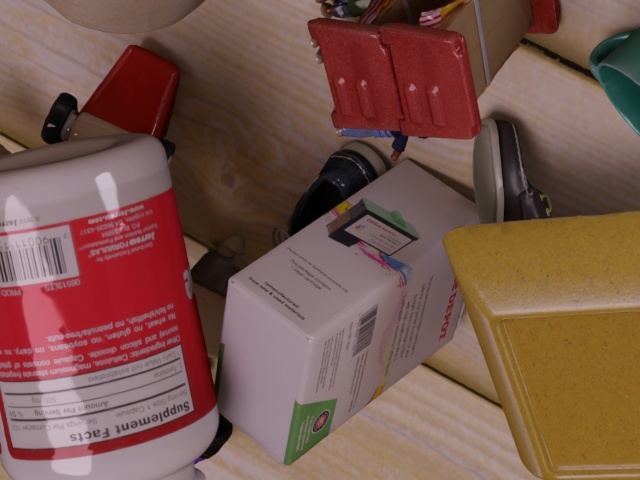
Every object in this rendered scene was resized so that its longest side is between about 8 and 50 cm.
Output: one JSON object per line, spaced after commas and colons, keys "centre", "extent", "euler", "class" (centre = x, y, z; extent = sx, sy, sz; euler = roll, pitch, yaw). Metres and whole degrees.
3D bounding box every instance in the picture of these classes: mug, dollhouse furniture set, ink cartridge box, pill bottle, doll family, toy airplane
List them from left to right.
{"centre": [-0.278, 0.006, 2.067], "extent": [0.384, 0.272, 0.386], "euler": [-19, 100, 10], "class": "toy airplane"}
{"centre": [-0.229, 0.111, 1.824], "extent": [0.229, 0.229, 0.407], "euler": [-2, 103, 37], "class": "pill bottle"}
{"centre": [0.030, 0.071, 1.882], "extent": [0.117, 0.278, 0.201], "euler": [36, 140, 24], "class": "ink cartridge box"}
{"centre": [0.057, -0.172, 1.821], "extent": [0.111, 0.076, 0.193], "euler": [3, 131, 29], "class": "doll family"}
{"centre": [0.085, -0.297, 1.593], "extent": [0.152, 0.201, 0.374], "euler": [10, 130, 30], "class": "dollhouse furniture set"}
{"centre": [0.316, -0.149, 1.614], "extent": [0.158, 0.097, 0.129], "euler": [47, 176, 16], "class": "mug"}

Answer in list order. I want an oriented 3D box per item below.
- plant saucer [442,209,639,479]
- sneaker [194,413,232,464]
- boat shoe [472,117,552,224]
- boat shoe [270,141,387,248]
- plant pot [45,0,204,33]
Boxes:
{"centre": [0.306, 0.124, 1.744], "extent": [0.333, 0.081, 0.333], "euler": [-5, 129, 23], "class": "plant saucer"}
{"centre": [-0.215, 0.161, 2.287], "extent": [0.146, 0.102, 0.293], "euler": [-24, 113, 41], "class": "sneaker"}
{"centre": [0.199, -0.015, 1.830], "extent": [0.069, 0.081, 0.227], "euler": [-8, 102, -8], "class": "boat shoe"}
{"centre": [0.000, 0.000, 1.991], "extent": [0.095, 0.079, 0.254], "euler": [43, 139, 11], "class": "boat shoe"}
{"centre": [-0.161, -0.359, 1.671], "extent": [0.334, 0.334, 0.305], "euler": [39, 150, 2], "class": "plant pot"}
